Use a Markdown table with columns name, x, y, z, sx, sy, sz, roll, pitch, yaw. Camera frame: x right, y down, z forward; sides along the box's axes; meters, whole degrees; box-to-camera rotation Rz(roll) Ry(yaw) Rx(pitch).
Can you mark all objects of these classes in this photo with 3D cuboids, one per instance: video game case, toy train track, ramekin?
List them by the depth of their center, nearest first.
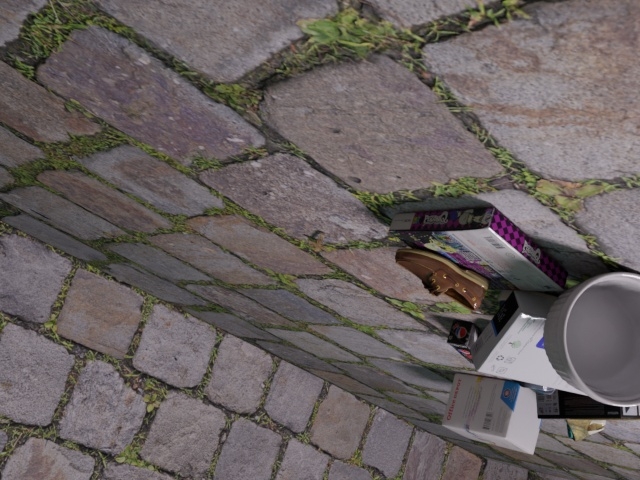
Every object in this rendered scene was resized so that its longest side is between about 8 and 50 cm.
| name | x | y | z | sx | sy | sz | roll | pitch | yaw |
| --- | --- | --- | --- | --- | --- | --- | --- | --- | --- |
| ramekin | 0.460 | 0.156 | 1.159 | 0.207 | 0.207 | 0.109 | 22 | 171 | -5 |
| video game case | 0.266 | 0.019 | 1.216 | 0.232 | 0.042 | 0.210 | 33 | 158 | -34 |
| toy train track | 0.000 | 0.000 | 1.494 | 0.048 | 0.014 | 0.083 | 27 | 156 | 2 |

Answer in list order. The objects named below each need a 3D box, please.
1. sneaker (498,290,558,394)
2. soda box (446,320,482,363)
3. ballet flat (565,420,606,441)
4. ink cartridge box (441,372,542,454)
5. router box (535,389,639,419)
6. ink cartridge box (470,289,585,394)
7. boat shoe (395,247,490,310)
| name | x | y | z | sx | sy | sz | roll | pitch | yaw |
| --- | --- | --- | --- | --- | --- | --- | --- | --- | --- |
| sneaker | 0.427 | 0.211 | 1.425 | 0.131 | 0.148 | 0.350 | 7 | 158 | 35 |
| soda box | 0.367 | 0.252 | 1.748 | 0.053 | 0.060 | 0.169 | 8 | 159 | 36 |
| ballet flat | 0.710 | 0.469 | 1.941 | 0.123 | 0.123 | 0.348 | 11 | 160 | 27 |
| ink cartridge box | 0.519 | 0.517 | 2.170 | 0.232 | 0.171 | 0.168 | 0 | 154 | 47 |
| router box | 0.659 | 0.352 | 1.579 | 0.242 | 0.081 | 0.309 | 4 | 166 | -14 |
| ink cartridge box | 0.459 | 0.199 | 1.316 | 0.332 | 0.065 | 0.165 | 16 | 126 | -15 |
| boat shoe | 0.208 | 0.066 | 1.250 | 0.178 | 0.060 | 0.064 | 24 | 163 | -9 |
